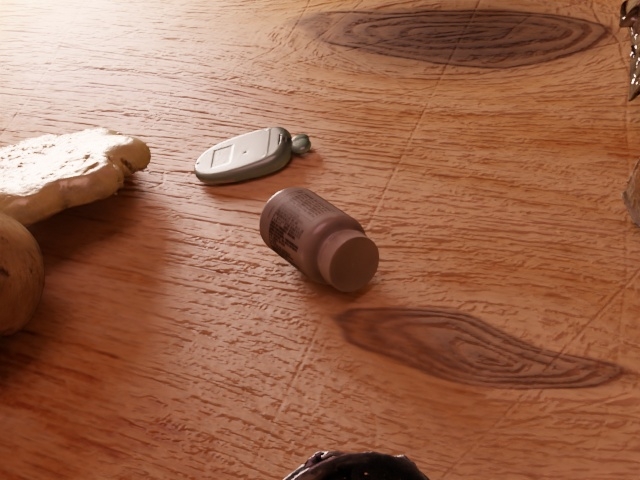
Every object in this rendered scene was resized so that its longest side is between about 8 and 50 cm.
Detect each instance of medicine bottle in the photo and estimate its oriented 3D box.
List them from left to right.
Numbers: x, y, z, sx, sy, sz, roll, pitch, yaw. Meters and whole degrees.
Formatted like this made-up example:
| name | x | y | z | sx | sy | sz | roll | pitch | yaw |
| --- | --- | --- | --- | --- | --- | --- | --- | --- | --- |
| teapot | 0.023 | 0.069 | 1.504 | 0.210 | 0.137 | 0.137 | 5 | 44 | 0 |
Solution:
| name | x | y | z | sx | sy | sz | roll | pitch | yaw |
| --- | --- | --- | --- | --- | --- | --- | --- | --- | --- |
| medicine bottle | 0.000 | 0.000 | 1.447 | 0.079 | 0.079 | 0.140 | -32 | 34 | -18 |

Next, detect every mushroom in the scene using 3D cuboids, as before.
| name | x | y | z | sx | sy | sz | roll | pitch | yaw |
| --- | --- | --- | --- | --- | --- | --- | --- | --- | --- |
| mushroom | -0.408 | 0.054 | 1.523 | 0.253 | 0.195 | 0.189 | 4 | 6 | 43 |

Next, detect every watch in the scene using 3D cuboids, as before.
| name | x | y | z | sx | sy | sz | roll | pitch | yaw |
| --- | --- | --- | --- | --- | --- | --- | --- | --- | --- |
| watch | 0.010 | 0.254 | 1.083 | 0.206 | 0.068 | 0.193 | -32 | 31 | -24 |

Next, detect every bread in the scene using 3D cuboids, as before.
| name | x | y | z | sx | sy | sz | roll | pitch | yaw |
| --- | --- | --- | --- | --- | --- | --- | --- | --- | --- |
| bread | -0.364 | -0.082 | 1.728 | 0.316 | 0.054 | 0.316 | -12 | 19 | 4 |

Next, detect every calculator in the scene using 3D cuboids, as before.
| name | x | y | z | sx | sy | sz | roll | pitch | yaw |
| --- | --- | --- | --- | --- | --- | --- | --- | --- | --- |
| calculator | -0.085 | -0.107 | 1.704 | 0.153 | 0.021 | 0.095 | -15 | 33 | 13 |

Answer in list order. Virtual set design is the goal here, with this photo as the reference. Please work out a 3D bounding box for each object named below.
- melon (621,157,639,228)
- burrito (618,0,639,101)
| name | x | y | z | sx | sy | sz | roll | pitch | yaw |
| --- | --- | --- | --- | --- | --- | --- | --- | --- | --- |
| melon | 0.387 | -0.042 | 1.296 | 0.139 | 0.093 | 0.202 | -24 | 37 | -21 |
| burrito | 0.418 | -0.197 | 1.498 | 0.175 | 0.107 | 0.348 | -26 | 28 | 19 |
